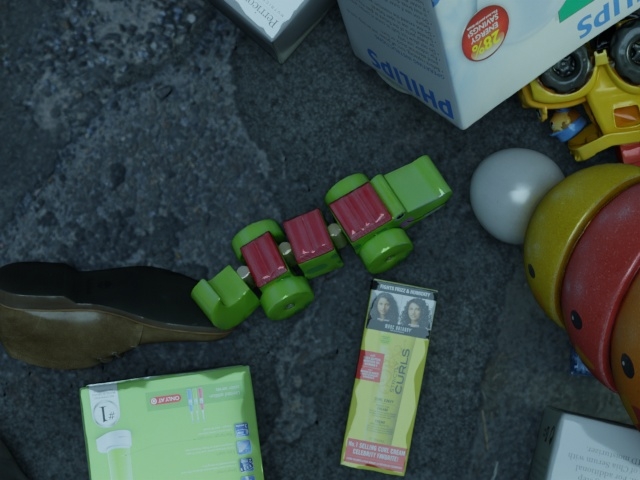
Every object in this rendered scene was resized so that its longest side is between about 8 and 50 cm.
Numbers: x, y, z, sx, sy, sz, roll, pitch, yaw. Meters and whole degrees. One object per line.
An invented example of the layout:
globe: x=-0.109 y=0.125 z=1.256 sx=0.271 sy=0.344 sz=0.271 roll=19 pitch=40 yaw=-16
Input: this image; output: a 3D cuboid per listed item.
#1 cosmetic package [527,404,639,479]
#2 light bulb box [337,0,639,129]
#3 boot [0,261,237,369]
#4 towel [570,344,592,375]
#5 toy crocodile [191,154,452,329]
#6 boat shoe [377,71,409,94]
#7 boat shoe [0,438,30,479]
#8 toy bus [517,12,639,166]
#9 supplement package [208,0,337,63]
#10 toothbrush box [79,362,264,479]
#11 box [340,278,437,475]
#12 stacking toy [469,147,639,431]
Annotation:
cosmetic package: x=0.335 y=0.443 z=1.760 sx=0.230 sy=0.161 sz=0.453 roll=14 pitch=87 yaw=2
light bulb box: x=0.193 y=-0.384 z=1.644 sx=0.358 sy=0.361 sz=0.225 roll=-35 pitch=46 yaw=-14
boot: x=-0.253 y=0.102 z=1.850 sx=0.305 sy=0.112 sz=0.115 roll=6 pitch=118 yaw=-2
towel: x=0.371 y=0.139 z=1.839 sx=0.119 sy=0.029 sz=0.067 roll=6 pitch=88 yaw=3
toy crocodile: x=0.000 y=0.000 z=1.808 sx=0.340 sy=0.105 sz=0.115 roll=-27 pitch=68 yaw=0
boat shoe: x=0.129 y=-0.206 z=1.860 sx=0.125 sy=0.038 sz=0.046 roll=22 pitch=130 yaw=9
boat shoe: x=-0.392 y=0.373 z=1.829 sx=0.130 sy=0.132 sz=0.355 roll=-35 pitch=91 yaw=26
toy bus: x=0.349 y=-0.162 z=1.809 sx=0.220 sy=0.149 sz=0.212 roll=-11 pitch=103 yaw=4
supplement package: x=-0.021 y=-0.389 z=1.806 sx=0.177 sy=0.175 sz=0.293 roll=41 pitch=90 yaw=3
toothbrush box: x=-0.172 y=0.301 z=1.797 sx=0.206 sy=0.122 sz=0.283 roll=-8 pitch=86 yaw=-7
box: x=0.084 y=0.168 z=1.835 sx=0.087 sy=0.058 sz=0.232 roll=11 pitch=88 yaw=2
stacking toy: x=0.353 y=0.031 z=1.704 sx=0.480 sy=0.350 sz=0.351 roll=35 pitch=89 yaw=41
